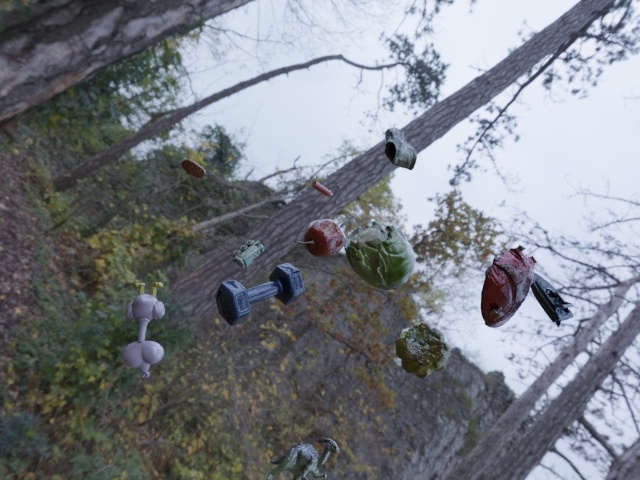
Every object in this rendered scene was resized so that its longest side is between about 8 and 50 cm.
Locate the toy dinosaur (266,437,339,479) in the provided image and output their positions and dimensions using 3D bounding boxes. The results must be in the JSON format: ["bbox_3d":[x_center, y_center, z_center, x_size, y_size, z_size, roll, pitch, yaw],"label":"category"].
[{"bbox_3d":[-0.069,0.812,1.506,0.162,0.294,0.077,-74,150,-64],"label":"toy dinosaur"}]

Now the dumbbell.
[{"bbox_3d":[-0.219,0.192,1.530,0.144,0.324,0.160,58,-43,21],"label":"dumbbell"}]

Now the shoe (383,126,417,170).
[{"bbox_3d":[0.310,-0.387,1.724,0.275,0.098,0.103,-108,-154,-51],"label":"shoe"}]

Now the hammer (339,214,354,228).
[{"bbox_3d":[0.091,-0.058,1.961,0.062,0.199,0.013,20,-35,52],"label":"hammer"}]

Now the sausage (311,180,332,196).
[{"bbox_3d":[0.014,-0.249,2.051,0.129,0.034,0.034,30,-3,-36],"label":"sausage"}]

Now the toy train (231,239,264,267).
[{"bbox_3d":[-0.403,0.071,2.341,0.125,0.194,0.081,22,-42,37],"label":"toy train"}]

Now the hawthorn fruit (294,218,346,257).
[{"bbox_3d":[0.000,0.000,1.548,0.162,0.162,0.203,47,27,6],"label":"hawthorn fruit"}]

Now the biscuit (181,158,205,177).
[{"bbox_3d":[-0.471,-0.261,1.529,0.091,0.015,0.078,34,-41,-26],"label":"biscuit"}]

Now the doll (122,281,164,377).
[{"bbox_3d":[-0.682,0.346,1.606,0.094,0.160,0.365,36,53,-84],"label":"doll"}]

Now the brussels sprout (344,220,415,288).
[{"bbox_3d":[0.347,0.106,2.352,0.361,0.342,0.425,65,-3,-22],"label":"brussels sprout"}]

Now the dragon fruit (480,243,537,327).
[{"bbox_3d":[0.730,0.186,1.614,0.282,0.344,0.100,26,2,-34],"label":"dragon fruit"}]

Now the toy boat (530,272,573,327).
[{"bbox_3d":[0.961,0.233,1.744,0.103,0.093,0.246,111,-32,-46],"label":"toy boat"}]

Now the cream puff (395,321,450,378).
[{"bbox_3d":[0.503,0.545,2.041,0.282,0.282,0.185,36,-19,38],"label":"cream puff"}]
